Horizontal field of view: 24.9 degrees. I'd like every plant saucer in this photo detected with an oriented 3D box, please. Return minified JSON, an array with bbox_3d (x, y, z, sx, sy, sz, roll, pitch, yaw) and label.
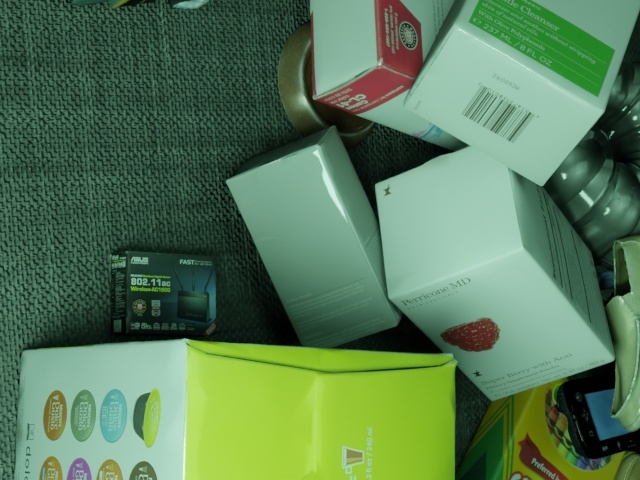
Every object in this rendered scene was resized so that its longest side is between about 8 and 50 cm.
[{"bbox_3d":[0.021,-0.198,1.812,0.168,0.029,0.169,6,80,-38],"label":"plant saucer"}]

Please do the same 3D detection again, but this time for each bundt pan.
[{"bbox_3d":[0.383,-0.134,1.978,0.330,0.124,0.331,15,61,-28],"label":"bundt pan"}]

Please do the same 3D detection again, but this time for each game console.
[{"bbox_3d":[0.422,0.244,1.968,0.361,0.044,0.213,1,60,-56],"label":"game console"}]

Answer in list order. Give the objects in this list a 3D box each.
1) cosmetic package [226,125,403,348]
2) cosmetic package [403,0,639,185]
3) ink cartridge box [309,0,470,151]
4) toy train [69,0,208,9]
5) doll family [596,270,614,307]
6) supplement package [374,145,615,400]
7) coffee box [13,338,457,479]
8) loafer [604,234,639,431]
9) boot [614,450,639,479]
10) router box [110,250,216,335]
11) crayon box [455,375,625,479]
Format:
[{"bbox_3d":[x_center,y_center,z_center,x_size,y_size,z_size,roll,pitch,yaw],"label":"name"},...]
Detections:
[{"bbox_3d":[0.000,0.000,1.695,0.238,0.127,0.107,68,19,-11],"label":"cosmetic package"},{"bbox_3d":[0.258,-0.266,1.697,0.197,0.155,0.366,28,51,-4],"label":"cosmetic package"},{"bbox_3d":[0.137,-0.251,1.813,0.306,0.131,0.226,18,61,-40],"label":"ink cartridge box"},{"bbox_3d":[-0.216,-0.411,1.586,0.190,0.142,0.334,-16,95,-29],"label":"toy train"},{"bbox_3d":[0.395,0.092,2.000,0.111,0.193,0.076,-6,63,-27],"label":"doll family"},{"bbox_3d":[0.213,0.040,1.762,0.293,0.177,0.175,44,32,-46],"label":"supplement package"},{"bbox_3d":[-0.090,0.278,1.472,0.338,0.334,0.338,7,81,-38],"label":"coffee box"},{"bbox_3d":[0.404,0.114,1.884,0.092,0.102,0.269,12,74,-1],"label":"loafer"},{"bbox_3d":[0.467,0.420,1.983,0.095,0.203,0.262,29,69,-33],"label":"boot"},{"bbox_3d":[-0.175,0.061,1.619,0.122,0.038,0.092,4,82,-38],"label":"router box"},{"bbox_3d":[0.295,0.302,1.940,0.202,0.081,0.319,43,60,-26],"label":"crayon box"}]
